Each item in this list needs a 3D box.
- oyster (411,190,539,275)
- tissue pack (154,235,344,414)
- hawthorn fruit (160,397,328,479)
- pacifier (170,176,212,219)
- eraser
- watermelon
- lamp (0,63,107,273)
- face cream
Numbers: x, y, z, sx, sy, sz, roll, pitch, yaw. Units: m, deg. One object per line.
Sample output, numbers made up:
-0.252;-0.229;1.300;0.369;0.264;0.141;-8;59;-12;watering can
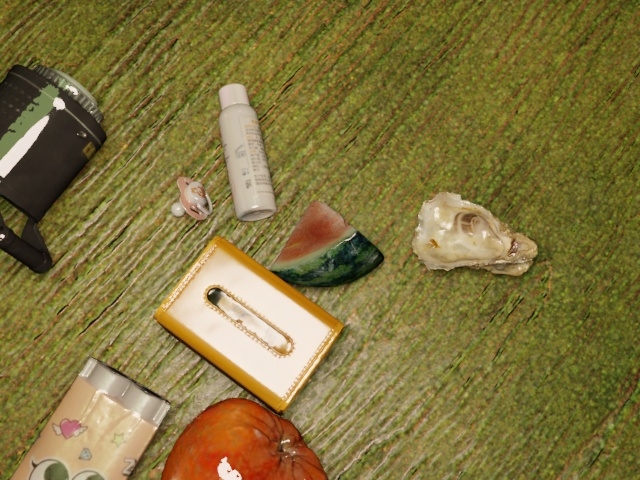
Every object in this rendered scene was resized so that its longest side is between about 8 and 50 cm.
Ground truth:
0.292;0.005;1.309;0.233;0.107;0.161;13;80;20;oyster
-0.124;0.151;1.221;0.274;0.145;0.194;34;78;7;tissue pack
-0.143;0.422;1.101;0.276;0.276;0.307;38;91;7;hawthorn fruit
-0.250;-0.070;1.317;0.078;0.081;0.099;-34;50;21;pacifier
-0.399;0.366;1.179;0.171;0.087;0.290;30;77;4;eraser
0.007;0.023;1.286;0.207;0.202;0.136;-17;115;5;watermelon
-0.518;-0.174;1.249;0.272;0.205;0.374;-37;69;-7;lamp
-0.147;-0.174;1.334;0.082;0.082;0.269;-11;75;-5;face cream
